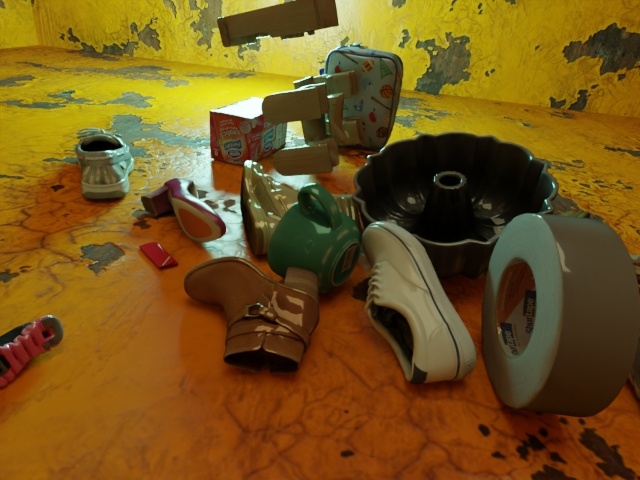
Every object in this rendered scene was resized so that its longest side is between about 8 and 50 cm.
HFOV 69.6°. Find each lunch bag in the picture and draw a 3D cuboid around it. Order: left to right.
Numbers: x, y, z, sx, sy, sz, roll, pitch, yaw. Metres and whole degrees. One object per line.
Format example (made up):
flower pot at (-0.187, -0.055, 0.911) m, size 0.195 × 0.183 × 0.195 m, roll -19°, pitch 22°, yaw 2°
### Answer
lunch bag at (0.114, -0.436, 1.396) m, size 0.243 × 0.303 × 0.115 m, roll 12°, pitch 31°, yaw 12°

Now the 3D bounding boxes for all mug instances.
mug at (-0.004, 0.009, 0.673) m, size 0.097 × 0.157 × 0.129 m, roll 28°, pitch 78°, yaw 25°

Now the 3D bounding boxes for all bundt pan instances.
bundt pan at (0.223, -0.056, 0.804) m, size 0.331 × 0.124 × 0.330 m, roll -5°, pitch 40°, yaw 4°

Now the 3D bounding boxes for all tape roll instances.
tape roll at (0.252, 0.079, 0.518) m, size 0.073 × 0.219 × 0.219 m, roll 7°, pitch 27°, yaw 1°

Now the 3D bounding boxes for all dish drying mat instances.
dish drying mat at (-0.262, 0.023, 0.745) m, size 0.032 × 0.008 × 0.083 m, roll -17°, pitch 36°, yaw -37°

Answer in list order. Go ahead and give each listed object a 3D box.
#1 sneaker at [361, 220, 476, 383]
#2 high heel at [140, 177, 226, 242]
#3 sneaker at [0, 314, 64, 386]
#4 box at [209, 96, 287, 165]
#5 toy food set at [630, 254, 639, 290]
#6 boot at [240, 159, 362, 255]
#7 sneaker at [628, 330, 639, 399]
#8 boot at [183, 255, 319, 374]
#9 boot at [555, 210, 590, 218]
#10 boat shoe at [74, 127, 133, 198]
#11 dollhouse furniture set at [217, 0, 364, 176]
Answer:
sneaker at (0.101, 0.068, 0.605) m, size 0.091 × 0.094 × 0.258 m, roll -5°, pitch 43°, yaw -22°
high heel at (-0.222, -0.065, 0.849) m, size 0.244 × 0.082 × 0.117 m, roll 14°, pitch 35°, yaw 43°
sneaker at (-0.348, 0.124, 0.504) m, size 0.057 × 0.047 × 0.119 m, roll -2°, pitch 19°, yaw 28°
box at (-0.190, -0.305, 1.265) m, size 0.123 × 0.128 × 0.257 m, roll 13°, pitch 28°, yaw 13°
toy food set at (0.604, 0.061, 0.826) m, size 0.133 × 0.038 × 0.192 m, roll 1°, pitch 28°, yaw -10°
boot at (-0.044, -0.070, 0.870) m, size 0.204 × 0.095 × 0.262 m, roll -3°, pitch 35°, yaw -15°
sneaker at (0.423, 0.121, 0.568) m, size 0.086 × 0.132 × 0.228 m, roll 6°, pitch 27°, yaw -1°
boot at (-0.101, 0.094, 0.581) m, size 0.197 × 0.072 × 0.152 m, roll -1°, pitch 37°, yaw 10°
boot at (0.370, -0.045, 0.931) m, size 0.236 × 0.089 × 0.270 m, roll -20°, pitch 36°, yaw -41°
boat shoe at (-0.476, -0.191, 1.008) m, size 0.118 × 0.103 × 0.320 m, roll -4°, pitch 29°, yaw -20°
dollhouse furniture set at (-0.072, -0.395, 1.204) m, size 0.257 × 0.393 × 0.362 m, roll -2°, pitch 25°, yaw 20°
